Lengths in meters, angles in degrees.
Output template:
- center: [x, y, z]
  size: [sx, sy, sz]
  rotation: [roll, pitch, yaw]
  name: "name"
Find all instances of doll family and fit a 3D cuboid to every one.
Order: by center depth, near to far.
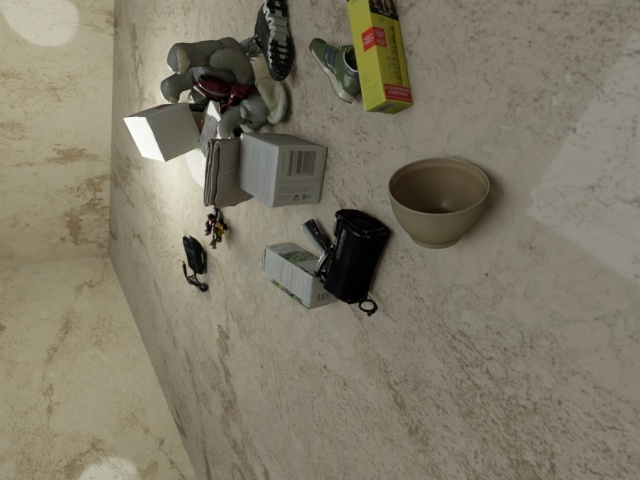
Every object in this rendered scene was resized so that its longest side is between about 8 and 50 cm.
- center: [-0.394, -0.063, 1.508]
  size: [0.193, 0.075, 0.112]
  rotation: [52, 138, 37]
  name: "doll family"

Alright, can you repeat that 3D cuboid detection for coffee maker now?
- center: [0.086, 0.040, 0.901]
  size: [0.171, 0.120, 0.178]
  rotation: [28, 122, 20]
  name: "coffee maker"

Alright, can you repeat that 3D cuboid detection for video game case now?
- center: [-0.349, -0.325, 1.350]
  size: [0.194, 0.023, 0.212]
  rotation: [62, 140, 24]
  name: "video game case"

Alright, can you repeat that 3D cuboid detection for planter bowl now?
- center: [0.201, -0.055, 0.701]
  size: [0.162, 0.162, 0.109]
  rotation: [38, 151, 41]
  name: "planter bowl"

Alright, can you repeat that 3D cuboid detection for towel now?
- center: [-0.227, -0.198, 1.130]
  size: [0.049, 0.282, 0.187]
  rotation: [18, 113, 16]
  name: "towel"

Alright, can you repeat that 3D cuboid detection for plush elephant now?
- center: [-0.246, -0.405, 1.129]
  size: [0.271, 0.330, 0.256]
  rotation: [-11, 111, 58]
  name: "plush elephant"

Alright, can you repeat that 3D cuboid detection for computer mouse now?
- center: [-0.549, 0.084, 1.748]
  size: [0.184, 0.060, 0.262]
  rotation: [12, 118, 46]
  name: "computer mouse"

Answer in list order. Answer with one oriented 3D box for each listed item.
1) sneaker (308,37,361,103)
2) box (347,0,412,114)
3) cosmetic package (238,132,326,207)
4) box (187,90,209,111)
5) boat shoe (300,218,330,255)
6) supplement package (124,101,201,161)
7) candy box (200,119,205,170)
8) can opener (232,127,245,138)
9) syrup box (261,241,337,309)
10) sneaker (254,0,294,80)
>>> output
- center: [0.047, -0.402, 0.897]
  size: [0.086, 0.064, 0.192]
  rotation: [-44, 63, 38]
  name: "sneaker"
- center: [0.115, -0.372, 0.791]
  size: [0.058, 0.087, 0.233]
  rotation: [-10, 88, 52]
  name: "box"
- center: [-0.104, -0.189, 1.051]
  size: [0.183, 0.151, 0.152]
  rotation: [31, 121, 46]
  name: "cosmetic package"
- center: [-0.461, -0.534, 1.522]
  size: [0.083, 0.052, 0.062]
  rotation: [-30, 73, 51]
  name: "box"
- center: [0.000, 0.000, 1.040]
  size: [0.040, 0.049, 0.142]
  rotation: [-40, 64, 5]
  name: "boat shoe"
- center: [-0.626, -0.438, 1.611]
  size: [0.292, 0.177, 0.176]
  rotation: [20, 135, 48]
  name: "supplement package"
- center: [-0.387, -0.343, 1.464]
  size: [0.109, 0.053, 0.187]
  rotation: [14, 109, 49]
  name: "candy box"
- center: [-0.265, -0.275, 1.325]
  size: [0.059, 0.073, 0.186]
  rotation: [-1, 96, 10]
  name: "can opener"
- center: [-0.060, 0.087, 1.092]
  size: [0.236, 0.093, 0.097]
  rotation: [26, 117, 47]
  name: "syrup box"
- center: [-0.129, -0.532, 1.085]
  size: [0.106, 0.078, 0.235]
  rotation: [-11, 84, 55]
  name: "sneaker"
